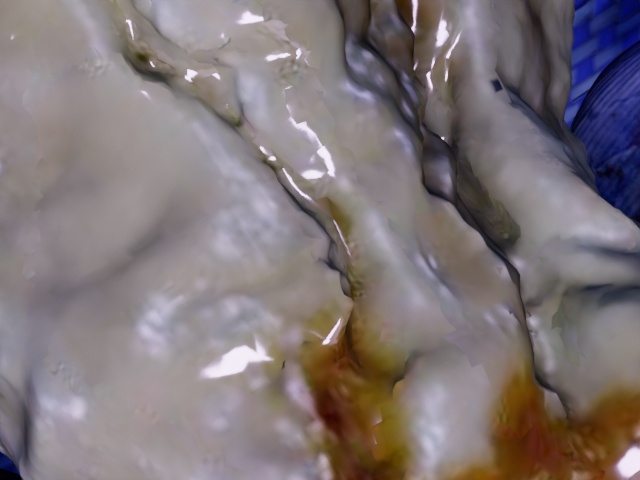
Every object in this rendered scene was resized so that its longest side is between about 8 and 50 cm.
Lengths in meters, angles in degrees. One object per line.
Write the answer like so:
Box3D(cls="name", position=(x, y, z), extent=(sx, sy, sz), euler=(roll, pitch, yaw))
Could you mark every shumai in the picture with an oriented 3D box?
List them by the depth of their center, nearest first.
Box3D(cls="shumai", position=(0.000, 0.000, 0.699), extent=(0.324, 0.323, 0.397), euler=(-42, 149, 9))

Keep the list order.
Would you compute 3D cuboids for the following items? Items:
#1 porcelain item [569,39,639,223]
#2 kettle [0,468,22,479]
Box3D(cls="porcelain item", position=(0.206, -0.087, 0.897), extent=(0.288, 0.138, 0.186), euler=(-58, 162, -48))
Box3D(cls="kettle", position=(-0.167, 0.171, 0.879), extent=(0.251, 0.207, 0.271), euler=(-62, 171, 7))
